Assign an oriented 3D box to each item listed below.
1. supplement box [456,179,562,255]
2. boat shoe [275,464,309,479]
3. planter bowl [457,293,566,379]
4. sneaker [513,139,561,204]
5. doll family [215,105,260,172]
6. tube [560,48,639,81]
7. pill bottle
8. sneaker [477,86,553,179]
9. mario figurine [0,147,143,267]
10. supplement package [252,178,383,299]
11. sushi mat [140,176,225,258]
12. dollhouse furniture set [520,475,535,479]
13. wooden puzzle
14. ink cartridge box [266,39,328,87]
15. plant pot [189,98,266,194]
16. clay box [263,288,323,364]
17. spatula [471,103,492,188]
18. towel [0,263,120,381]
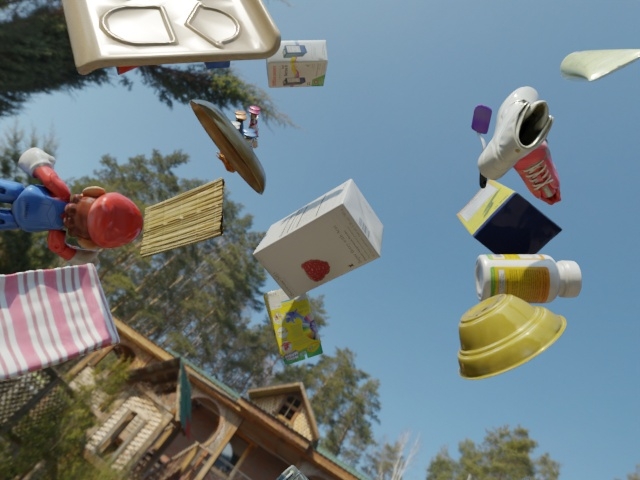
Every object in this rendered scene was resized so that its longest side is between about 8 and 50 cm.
[{"bbox_3d":[0.654,-0.068,1.439,0.195,0.356,0.194,38,-71,-2],"label":"supplement box"},{"bbox_3d":[-0.145,0.617,0.866,0.119,0.335,0.121,36,-65,30],"label":"boat shoe"},{"bbox_3d":[0.333,0.164,0.762,0.090,0.217,0.217,57,-38,7],"label":"planter bowl"},{"bbox_3d":[0.678,-0.205,1.231,0.116,0.136,0.314,-30,-36,33],"label":"sneaker"},{"bbox_3d":[-0.256,-0.305,1.250,0.119,0.262,0.163,7,-50,-7],"label":"doll family"},{"bbox_3d":[0.529,-0.335,0.776,0.062,0.240,0.070,21,-64,6],"label":"tube"},{"bbox_3d":[0.569,0.107,1.116,0.246,0.136,0.136,0,-49,10],"label":"pill bottle"},{"bbox_3d":[0.499,-0.292,0.964,0.108,0.292,0.169,30,-20,-1],"label":"sneaker"},{"bbox_3d":[-0.534,-0.057,0.817,0.321,0.170,0.198,10,-45,-20],"label":"mario figurine"},{"bbox_3d":[0.000,0.000,1.094,0.293,0.175,0.177,-29,-71,25],"label":"supplement package"},{"bbox_3d":[-0.361,-0.051,1.038,0.317,0.151,0.019,-13,-23,31],"label":"sushi mat"},{"bbox_3d":[0.373,0.536,0.581,0.301,0.151,0.197,69,-17,0],"label":"dollhouse furniture set"},{"bbox_3d":[-0.288,-0.428,0.764,0.080,0.348,0.322,108,-38,-59],"label":"wooden puzzle"},{"bbox_3d":[-0.089,-0.635,1.452,0.213,0.093,0.154,-3,-13,-8],"label":"ink cartridge box"},{"bbox_3d":[-0.186,-0.199,0.845,0.236,0.032,0.236,48,-10,12],"label":"plant pot"},{"bbox_3d":[-0.084,0.254,1.226,0.053,0.128,0.221,125,-50,-67],"label":"clay box"},{"bbox_3d":[0.549,-0.318,1.360,0.084,0.296,0.030,9,-13,-26],"label":"spatula"},{"bbox_3d":[-0.393,0.107,0.577,0.029,0.197,0.144,-27,-99,25],"label":"towel"}]
